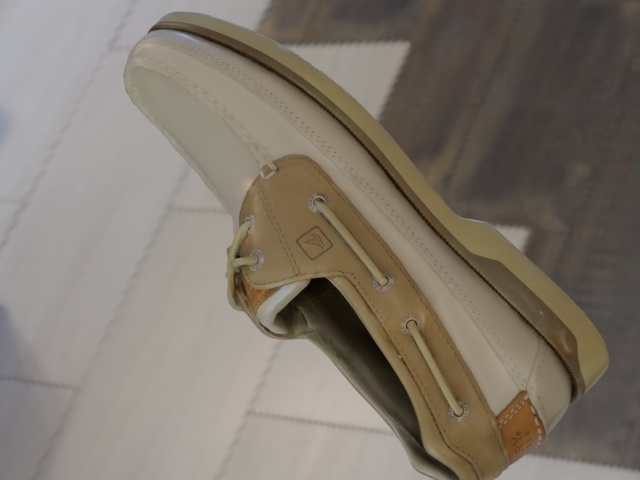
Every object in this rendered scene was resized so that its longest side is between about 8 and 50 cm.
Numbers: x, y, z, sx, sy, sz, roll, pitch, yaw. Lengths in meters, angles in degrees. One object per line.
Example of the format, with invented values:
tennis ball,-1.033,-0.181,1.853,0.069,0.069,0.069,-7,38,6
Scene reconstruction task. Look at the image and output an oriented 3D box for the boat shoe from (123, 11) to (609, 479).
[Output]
boat shoe,0.000,0.000,0.836,0.302,0.113,0.103,40,71,16
